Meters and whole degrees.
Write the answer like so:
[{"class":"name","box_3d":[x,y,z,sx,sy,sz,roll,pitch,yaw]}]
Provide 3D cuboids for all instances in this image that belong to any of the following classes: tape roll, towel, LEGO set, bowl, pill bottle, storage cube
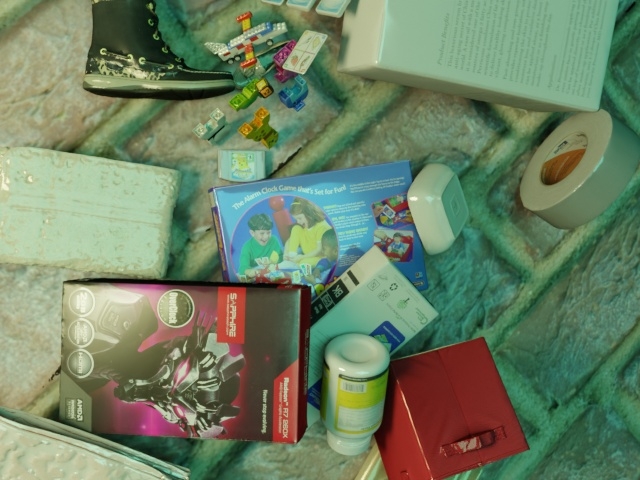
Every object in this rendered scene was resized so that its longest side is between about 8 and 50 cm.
[{"class":"tape roll","box_3d":[0.467,-0.131,1.184,0.072,0.219,0.219,31,82,-15]},{"class":"towel","box_3d":[-0.372,-0.042,1.023,0.282,0.049,0.187,8,90,-18]},{"class":"towel","box_3d":[-0.404,0.436,0.969,0.317,0.053,0.332,26,100,-17]},{"class":"LEGO set","box_3d":[-0.093,-0.214,1.093,0.227,0.093,0.087,-43,71,-7]},{"class":"bowl","box_3d":[0.217,-0.058,1.151,0.142,0.053,0.142,-50,125,-45]},{"class":"pill bottle","box_3d":[0.052,0.248,1.035,0.103,0.103,0.184,-5,119,-17]},{"class":"LEGO set","box_3d":[-0.069,-0.351,1.050,0.244,0.182,0.060,-59,145,-7]},{"class":"storage cube","box_3d":[0.196,0.296,1.092,0.183,0.215,0.193,-11,69,-18]}]

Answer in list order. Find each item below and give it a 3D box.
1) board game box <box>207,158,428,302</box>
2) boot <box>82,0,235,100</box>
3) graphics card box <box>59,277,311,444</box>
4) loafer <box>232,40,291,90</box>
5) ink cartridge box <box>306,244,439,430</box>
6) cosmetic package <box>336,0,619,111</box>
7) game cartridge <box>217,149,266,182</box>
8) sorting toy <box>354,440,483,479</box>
[{"class":"board game box","box_3d":[0.000,0.000,1.118,0.347,0.078,0.233,-9,94,-16]},{"class":"boot","box_3d":[-0.255,-0.317,1.028,0.236,0.085,0.179,0,90,-7]},{"class":"graphics card box","box_3d":[-0.203,0.176,0.989,0.370,0.094,0.233,2,91,6]},{"class":"loafer","box_3d":[-0.099,-0.303,1.105,0.125,0.039,0.045,-40,102,-13]},{"class":"ink cartridge box","box_3d":[0.024,0.175,1.083,0.332,0.065,0.165,-42,124,3]},{"class":"cosmetic package","box_3d":[0.275,-0.366,1.116,0.453,0.161,0.230,6,97,-24]},{"class":"game cartridge","box_3d":[-0.134,-0.127,1.110,0.083,0.017,0.056,-2,95,-17]},{"class":"sorting toy","box_3d":[0.174,0.446,1.201,0.208,0.038,0.193,33,81,-10]}]
